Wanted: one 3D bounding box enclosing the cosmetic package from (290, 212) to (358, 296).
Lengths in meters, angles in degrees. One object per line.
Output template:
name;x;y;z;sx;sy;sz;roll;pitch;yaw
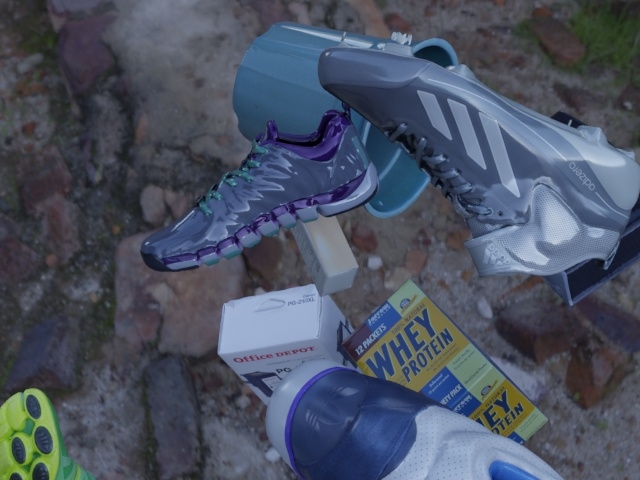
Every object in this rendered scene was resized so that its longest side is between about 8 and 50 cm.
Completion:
cosmetic package;0.000;0.000;1.015;0.041;0.060;0.115;-17;67;-17

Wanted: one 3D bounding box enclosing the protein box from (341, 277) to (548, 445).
protein box;0.172;0.195;1.226;0.136;0.201;0.200;-45;45;3

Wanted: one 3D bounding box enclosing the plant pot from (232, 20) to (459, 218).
plant pot;0.036;-0.255;1.684;0.334;0.341;0.341;23;60;29

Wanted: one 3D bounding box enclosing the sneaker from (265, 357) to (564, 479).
sneaker;0.113;0.226;0.711;0.236;0.322;0.130;22;69;44

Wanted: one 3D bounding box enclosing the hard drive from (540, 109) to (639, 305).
hard drive;0.300;-0.053;1.073;0.172;0.054;0.254;-36;38;10

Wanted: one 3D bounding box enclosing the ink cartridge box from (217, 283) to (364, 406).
ink cartridge box;-0.032;0.184;1.399;0.172;0.237;0.100;-12;49;20

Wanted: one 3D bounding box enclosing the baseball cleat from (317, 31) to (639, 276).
baseball cleat;0.085;-0.041;0.510;0.206;0.072;0.109;20;85;-2

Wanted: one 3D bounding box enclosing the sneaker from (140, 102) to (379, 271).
sneaker;-0.064;-0.051;0.786;0.224;0.098;0.083;-22;22;-6

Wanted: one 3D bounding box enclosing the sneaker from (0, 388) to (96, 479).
sneaker;-0.381;0.343;1.230;0.110;0.295;0.123;-10;12;4
